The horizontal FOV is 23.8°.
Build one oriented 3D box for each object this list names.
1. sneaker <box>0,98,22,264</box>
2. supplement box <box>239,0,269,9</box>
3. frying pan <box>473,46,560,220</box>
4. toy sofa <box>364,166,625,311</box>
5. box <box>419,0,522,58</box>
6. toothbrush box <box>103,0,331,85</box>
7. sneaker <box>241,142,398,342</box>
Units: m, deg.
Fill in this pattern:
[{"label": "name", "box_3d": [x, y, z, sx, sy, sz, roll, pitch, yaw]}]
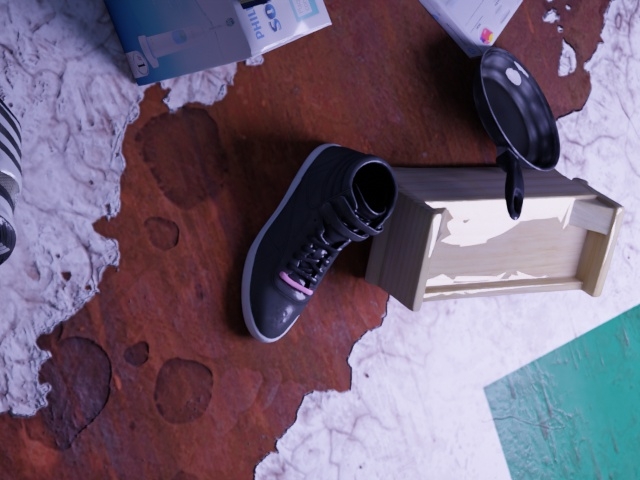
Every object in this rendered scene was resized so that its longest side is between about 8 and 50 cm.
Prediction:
[{"label": "sneaker", "box_3d": [-0.548, -0.119, 1.674, 0.447, 0.169, 0.257, 12, 48, -14]}, {"label": "supplement box", "box_3d": [-0.060, -0.312, 1.667, 0.083, 0.056, 0.083, -35, 107, -28]}, {"label": "frying pan", "box_3d": [0.287, -0.130, 2.163, 0.197, 0.053, 0.326, 27, 47, -43]}, {"label": "toy sofa", "box_3d": [0.236, -0.009, 2.159, 0.362, 0.177, 0.150, -3, 115, -32]}, {"label": "box", "box_3d": [0.207, -0.381, 2.197, 0.186, 0.038, 0.145, 44, 68, -23]}, {"label": "toothbrush box", "box_3d": [-0.147, -0.319, 1.820, 0.126, 0.295, 0.216, -28, 102, -30]}, {"label": "sneaker", "box_3d": [0.000, 0.000, 1.991, 0.104, 0.147, 0.295, 34, 73, -29]}]
